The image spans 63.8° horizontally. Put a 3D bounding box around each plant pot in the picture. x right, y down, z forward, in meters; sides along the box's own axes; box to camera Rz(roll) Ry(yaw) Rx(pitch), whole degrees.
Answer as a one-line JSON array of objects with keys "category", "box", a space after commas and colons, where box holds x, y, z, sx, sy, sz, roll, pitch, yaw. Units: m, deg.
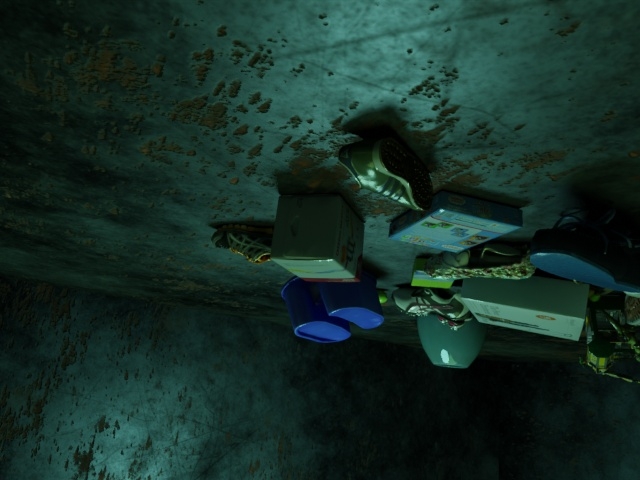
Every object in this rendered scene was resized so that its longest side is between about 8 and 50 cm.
[{"category": "plant pot", "box": [0.538, 0.418, 2.114, 0.290, 0.195, 0.290, 6, 165, 2]}]

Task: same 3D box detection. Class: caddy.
[{"category": "caddy", "box": [0.038, 0.169, 1.501, 0.241, 0.179, 0.341, -26, 152, 19]}]

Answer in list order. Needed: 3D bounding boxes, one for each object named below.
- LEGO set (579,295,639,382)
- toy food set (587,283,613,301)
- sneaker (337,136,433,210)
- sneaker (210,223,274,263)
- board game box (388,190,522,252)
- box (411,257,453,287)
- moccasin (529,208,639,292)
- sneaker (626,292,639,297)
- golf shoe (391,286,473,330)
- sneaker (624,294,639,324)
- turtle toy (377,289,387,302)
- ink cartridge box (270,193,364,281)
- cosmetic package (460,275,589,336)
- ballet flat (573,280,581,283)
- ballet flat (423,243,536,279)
[{"category": "LEGO set", "box": [0.873, 0.287, 1.408, 0.331, 0.255, 0.192, -10, 133, 15]}, {"category": "toy food set", "box": [0.682, 0.143, 1.383, 0.192, 0.038, 0.132, 3, 164, 14]}, {"category": "sneaker", "box": [0.096, -0.098, 0.759, 0.086, 0.064, 0.192, 5, 165, 34]}, {"category": "sneaker", "box": [-0.160, 0.013, 1.197, 0.215, 0.083, 0.084, 2, 165, 19]}, {"category": "board game box", "box": [0.244, -0.028, 0.967, 0.160, 0.039, 0.211, 11, 163, -15]}, {"category": "box", "box": [0.294, 0.085, 1.331, 0.109, 0.042, 0.178, 4, 164, 8]}, {"category": "moccasin", "box": [0.471, 0.012, 0.896, 0.342, 0.116, 0.138, 15, 175, -42]}, {"category": "sneaker", "box": [0.704, 0.105, 1.009, 0.099, 0.121, 0.262, -36, 174, -5]}, {"category": "golf shoe", "box": [0.330, 0.170, 1.551, 0.273, 0.105, 0.120, 13, 128, 43]}, {"category": "sneaker", "box": [0.824, 0.145, 1.208, 0.121, 0.108, 0.302, 8, 163, 10]}, {"category": "turtle toy", "box": [0.159, 0.195, 1.723, 0.130, 0.066, 0.095, 4, 164, 6]}, {"category": "ink cartridge box", "box": [0.000, 0.000, 1.001, 0.127, 0.128, 0.176, 0, 163, 22]}, {"category": "cosmetic package", "box": [0.554, 0.176, 1.387, 0.284, 0.097, 0.377, 6, 165, 27]}, {"category": "ballet flat", "box": [0.617, 0.057, 1.060, 0.073, 0.067, 0.206, 18, 160, -32]}, {"category": "ballet flat", "box": [0.344, 0.038, 1.119, 0.241, 0.091, 0.077, -2, 132, 15]}]
